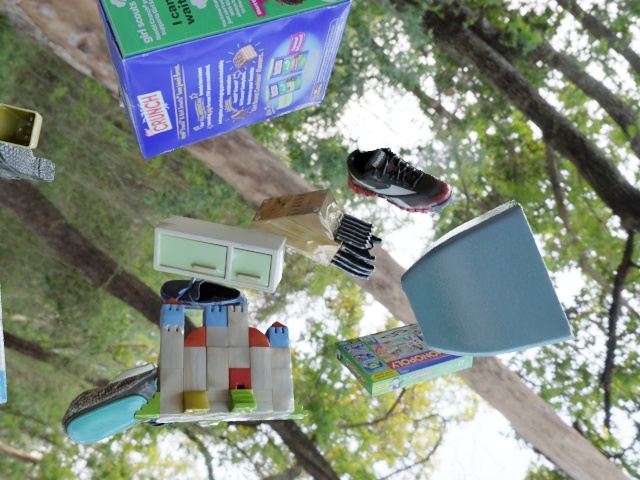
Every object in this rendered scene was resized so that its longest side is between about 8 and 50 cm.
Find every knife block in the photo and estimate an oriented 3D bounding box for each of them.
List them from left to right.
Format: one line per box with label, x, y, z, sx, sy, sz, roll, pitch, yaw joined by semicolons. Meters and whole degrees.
knife block;0.000;0.000;1.521;0.275;0.242;0.088;-6;-141;29

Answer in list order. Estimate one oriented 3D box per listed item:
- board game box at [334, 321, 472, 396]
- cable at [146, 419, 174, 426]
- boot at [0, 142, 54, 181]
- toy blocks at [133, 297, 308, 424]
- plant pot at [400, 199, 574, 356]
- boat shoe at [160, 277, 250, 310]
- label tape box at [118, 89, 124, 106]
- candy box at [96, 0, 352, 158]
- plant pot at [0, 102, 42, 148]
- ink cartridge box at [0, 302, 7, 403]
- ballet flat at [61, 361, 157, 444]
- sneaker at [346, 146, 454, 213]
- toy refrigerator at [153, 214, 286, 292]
board game box;0.226;0.316;1.744;0.213;0.317;0.046;37;-48;56
cable;-0.442;0.443;1.771;0.184;0.150;0.047;-49;-161;4
boot;-0.845;-0.208;1.693;0.246;0.161;0.084;63;28;-75
toy blocks;-0.216;0.265;1.422;0.191;0.381;0.261;127;-37;-59
plant pot;0.296;0.088;1.197;0.252;0.248;0.247;-22;180;14
boat shoe;-0.319;0.135;1.730;0.089;0.258;0.109;80;17;-52
label tape box;-0.466;-0.561;1.789;0.347;0.115;0.249;-31;-117;48
candy box;-0.140;-0.271;0.925;0.317;0.122;0.268;-22;166;-16
plant pot;-0.651;-0.243;1.376;0.083;0.081;0.081;-162;-96;-83
ink cartridge box;-0.737;0.195;1.198;0.198;0.197;0.270;-22;-107;41
ballet flat;-0.414;0.370;1.605;0.482;0.164;0.182;-17;-150;3
sneaker;0.171;-0.143;1.446;0.276;0.135;0.098;21;-113;30
toy refrigerator;-0.218;0.028;1.365;0.094;0.269;0.102;-68;168;-67
